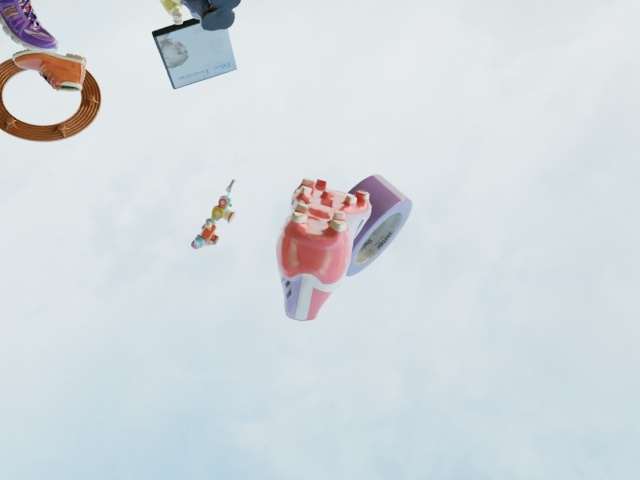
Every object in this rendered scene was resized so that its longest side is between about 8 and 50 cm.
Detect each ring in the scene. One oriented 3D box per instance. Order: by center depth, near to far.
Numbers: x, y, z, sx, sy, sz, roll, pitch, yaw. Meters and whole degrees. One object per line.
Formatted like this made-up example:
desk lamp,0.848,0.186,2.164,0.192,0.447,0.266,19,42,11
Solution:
ring,-0.810,-0.426,2.479,0.336,0.032,0.336,7,-122,-11

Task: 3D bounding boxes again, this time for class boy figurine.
boy figurine,-0.283,-0.537,1.755,0.092,0.177,0.285,-12,-134,-42

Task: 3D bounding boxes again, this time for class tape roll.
tape roll,0.082,-0.028,1.595,0.080,0.189,0.189,42,-106,17

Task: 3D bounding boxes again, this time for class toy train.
toy train,-0.197,-0.035,1.652,0.125,0.046,0.166,-45,-165,53

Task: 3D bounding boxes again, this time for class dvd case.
dvd case,-0.311,-0.474,2.135,0.180,0.253,0.022,-19,-109,-5

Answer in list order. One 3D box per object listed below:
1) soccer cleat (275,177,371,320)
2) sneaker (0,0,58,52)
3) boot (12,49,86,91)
soccer cleat,0.000,0.000,0.834,0.083,0.095,0.248,14,-166,3
sneaker,-0.495,-0.377,1.400,0.071,0.170,0.068,-44,180,24
boot,-0.599,-0.374,1.878,0.059,0.158,0.084,152,-59,-65
